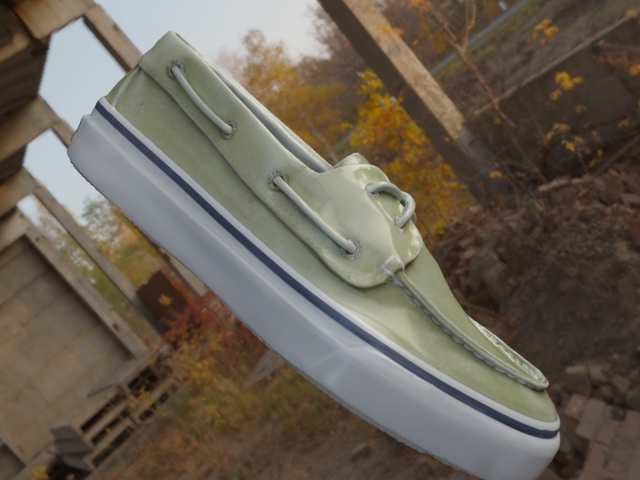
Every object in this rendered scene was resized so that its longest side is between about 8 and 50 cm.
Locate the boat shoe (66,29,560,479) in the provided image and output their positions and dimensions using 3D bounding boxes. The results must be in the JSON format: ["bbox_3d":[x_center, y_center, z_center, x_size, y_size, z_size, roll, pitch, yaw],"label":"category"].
[{"bbox_3d":[0.000,0.000,0.365,0.094,0.302,0.109,-55,-11,9],"label":"boat shoe"}]
